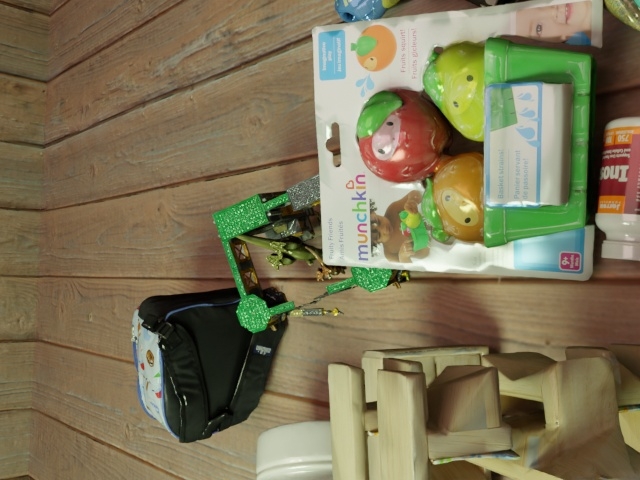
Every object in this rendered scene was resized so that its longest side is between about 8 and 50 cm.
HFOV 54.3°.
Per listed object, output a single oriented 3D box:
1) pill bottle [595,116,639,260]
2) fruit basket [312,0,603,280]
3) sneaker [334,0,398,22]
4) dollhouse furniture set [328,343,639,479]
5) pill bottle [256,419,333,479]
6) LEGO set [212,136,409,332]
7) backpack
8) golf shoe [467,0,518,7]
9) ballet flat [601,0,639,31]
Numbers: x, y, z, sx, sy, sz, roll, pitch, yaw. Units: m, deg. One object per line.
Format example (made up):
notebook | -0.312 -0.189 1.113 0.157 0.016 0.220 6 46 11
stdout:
pill bottle | 0.350 -0.053 0.682 0.086 0.086 0.152 6 90 47
fruit basket | 0.150 -0.115 0.765 0.353 0.165 0.327 2 102 20
sneaker | 0.043 -0.448 1.043 0.126 0.091 0.240 -55 52 29
dollhouse furniture set | 0.188 0.245 0.652 0.394 0.362 0.257 155 113 -71
pill bottle | 0.003 0.470 0.865 0.224 0.224 0.392 -33 48 41
LEGO set | 0.000 0.000 1.021 0.331 0.192 0.255 -30 83 26
backpack | -0.228 0.226 1.165 0.213 0.276 0.264 9 100 52
golf shoe | 0.205 -0.361 0.849 0.273 0.105 0.120 21 139 64
ballet flat | 0.329 -0.379 0.729 0.123 0.123 0.349 -18 74 45
